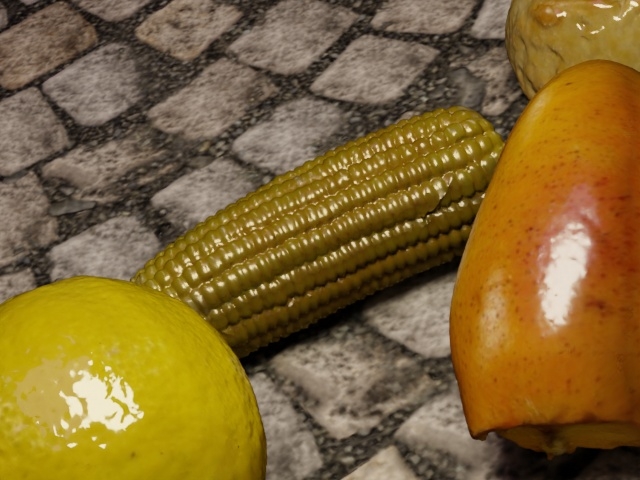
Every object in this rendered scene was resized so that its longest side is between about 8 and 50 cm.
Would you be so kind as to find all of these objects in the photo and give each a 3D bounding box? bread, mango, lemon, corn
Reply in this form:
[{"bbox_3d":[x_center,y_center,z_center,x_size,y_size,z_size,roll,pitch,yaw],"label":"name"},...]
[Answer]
[{"bbox_3d":[0.277,-0.217,1.452,0.244,0.134,0.244,-11,43,10],"label":"bread"},{"bbox_3d":[0.204,0.004,1.193,0.201,0.199,0.350,23,58,-14],"label":"mango"},{"bbox_3d":[-0.150,0.157,1.140,0.240,0.240,0.219,-34,52,-15],"label":"lemon"},{"bbox_3d":[0.000,0.000,1.334,0.344,0.131,0.131,-26,40,-6],"label":"corn"}]
